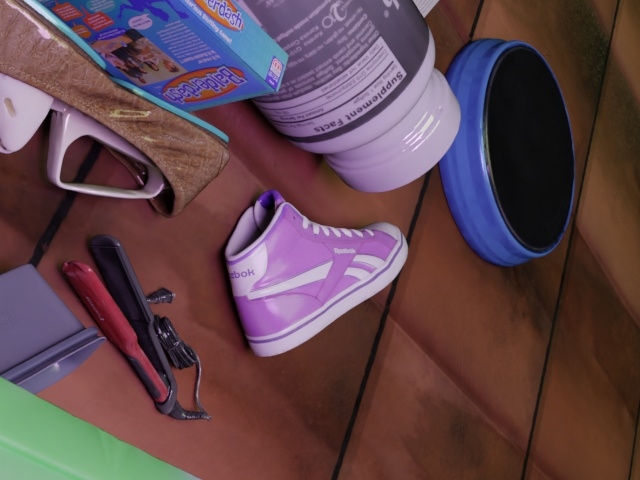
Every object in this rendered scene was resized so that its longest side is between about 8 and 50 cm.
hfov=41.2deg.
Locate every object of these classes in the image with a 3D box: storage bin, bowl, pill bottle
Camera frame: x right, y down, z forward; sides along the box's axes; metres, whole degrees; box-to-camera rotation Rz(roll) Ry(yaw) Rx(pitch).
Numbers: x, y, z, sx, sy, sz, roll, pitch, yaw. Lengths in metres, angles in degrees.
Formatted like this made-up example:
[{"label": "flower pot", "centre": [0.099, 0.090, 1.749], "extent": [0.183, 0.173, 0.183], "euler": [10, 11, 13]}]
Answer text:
[{"label": "storage bin", "centre": [-0.260, 0.085, 0.680], "extent": [0.091, 0.098, 0.135], "euler": [54, 41, 6]}, {"label": "bowl", "centre": [0.330, -0.152, 1.448], "extent": [0.391, 0.077, 0.391], "euler": [7, 81, -51]}, {"label": "pill bottle", "centre": [-0.003, -0.227, 0.929], "extent": [0.363, 0.210, 0.210], "euler": [46, 52, -39]}]

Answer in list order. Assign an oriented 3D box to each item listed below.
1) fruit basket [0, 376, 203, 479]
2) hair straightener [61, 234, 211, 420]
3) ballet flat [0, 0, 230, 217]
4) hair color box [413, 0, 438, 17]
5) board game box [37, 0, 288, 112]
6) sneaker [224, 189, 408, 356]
[{"label": "fruit basket", "centre": [-0.236, 0.223, 0.541], "extent": [0.283, 0.392, 0.392], "euler": [41, 56, -37]}, {"label": "hair straightener", "centre": [-0.158, 0.086, 0.831], "extent": [0.089, 0.047, 0.230], "euler": [-53, 126, -40]}, {"label": "ballet flat", "centre": [-0.220, -0.112, 0.745], "extent": [0.342, 0.116, 0.124], "euler": [34, 80, -49]}, {"label": "hair color box", "centre": [0.031, -0.424, 1.055], "extent": [0.174, 0.105, 0.347], "euler": [-55, 130, -47]}, {"label": "board game box", "centre": [-0.155, -0.198, 0.774], "extent": [0.210, 0.160, 0.047], "euler": [39, 57, -43]}, {"label": "sneaker", "centre": [0.001, 0.000, 1.000], "extent": [0.282, 0.102, 0.161], "euler": [-34, 110, -48]}]
